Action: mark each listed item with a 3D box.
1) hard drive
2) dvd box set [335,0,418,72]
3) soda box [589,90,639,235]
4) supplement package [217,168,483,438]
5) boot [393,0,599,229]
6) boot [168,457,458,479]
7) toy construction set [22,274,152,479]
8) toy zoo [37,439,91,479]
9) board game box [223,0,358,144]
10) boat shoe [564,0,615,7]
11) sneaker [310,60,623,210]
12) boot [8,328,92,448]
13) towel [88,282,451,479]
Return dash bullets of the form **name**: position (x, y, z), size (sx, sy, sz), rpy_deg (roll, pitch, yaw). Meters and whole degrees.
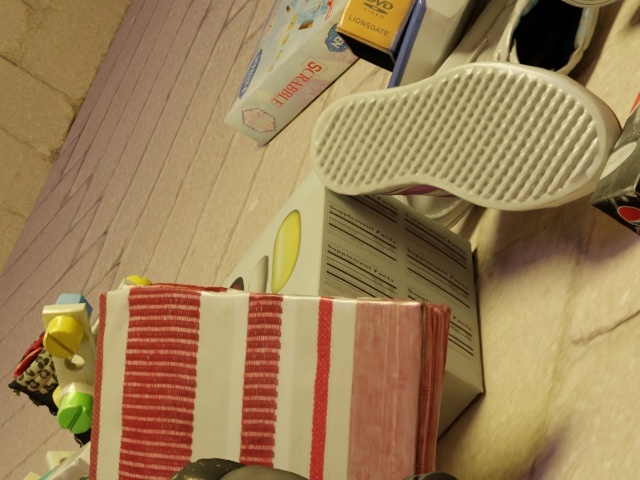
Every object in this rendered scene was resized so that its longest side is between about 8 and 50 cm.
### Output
- **hard drive**: position (0.120, -0.222, 1.635), size (0.319, 0.040, 0.210), rpy_deg (108, -172, -71)
- **dvd box set**: position (0.133, -0.365, 1.730), size (0.307, 0.062, 0.420), rpy_deg (-29, -36, -85)
- **soda box**: position (0.238, -0.085, 1.178), size (0.169, 0.053, 0.060), rpy_deg (-63, 16, -17)
- **supplement package**: position (0.006, 0.084, 1.399), size (0.194, 0.149, 0.203), rpy_deg (-51, 18, 27)
- **boot**: position (0.136, -0.119, 1.474), size (0.258, 0.095, 0.123), rpy_deg (-61, 9, -12)
- **boot**: position (-0.018, 0.301, 1.107), size (0.222, 0.118, 0.338), rpy_deg (2, 87, 43)
- **toy construction set**: position (-0.161, 0.184, 1.558), size (0.328, 0.215, 0.151), rpy_deg (115, 170, -46)
- **toy zoo**: position (-0.159, 0.261, 1.502), size (0.030, 0.192, 0.293), rpy_deg (-49, 7, -36)
- **board game box**: position (0.024, -0.315, 2.250), size (0.318, 0.066, 0.319), rpy_deg (-38, 26, 52)
- **boat shoe**: position (0.278, -0.299, 1.327), size (0.335, 0.121, 0.119), rpy_deg (-50, 13, 22)
- **sneaker**: position (0.141, -0.073, 1.328), size (0.282, 0.161, 0.102), rpy_deg (8, 93, 51)
- **boot**: position (-0.261, 0.192, 1.970), size (0.236, 0.178, 0.085), rpy_deg (-47, 20, 35)
- **towel**: position (-0.045, 0.152, 1.256), size (0.329, 0.037, 0.237), rpy_deg (2, 87, 45)
